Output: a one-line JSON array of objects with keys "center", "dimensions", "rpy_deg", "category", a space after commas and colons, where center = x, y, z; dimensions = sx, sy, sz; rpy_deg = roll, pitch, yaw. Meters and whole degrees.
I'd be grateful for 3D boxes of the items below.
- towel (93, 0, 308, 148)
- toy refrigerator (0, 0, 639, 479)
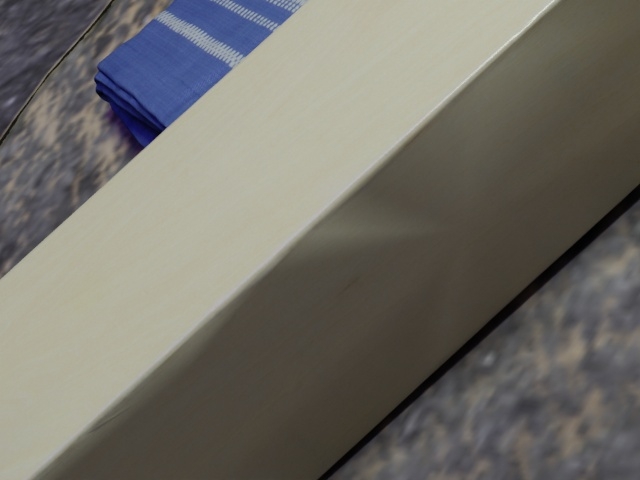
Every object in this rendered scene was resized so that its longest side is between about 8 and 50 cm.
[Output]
[{"center": [0.048, -0.150, 0.815], "dimensions": [0.336, 0.040, 0.243], "rpy_deg": [-41, 20, -4], "category": "towel"}, {"center": [0.000, 0.000, 0.662], "dimensions": [0.269, 0.094, 0.102], "rpy_deg": [-43, 37, -2], "category": "toy refrigerator"}]
